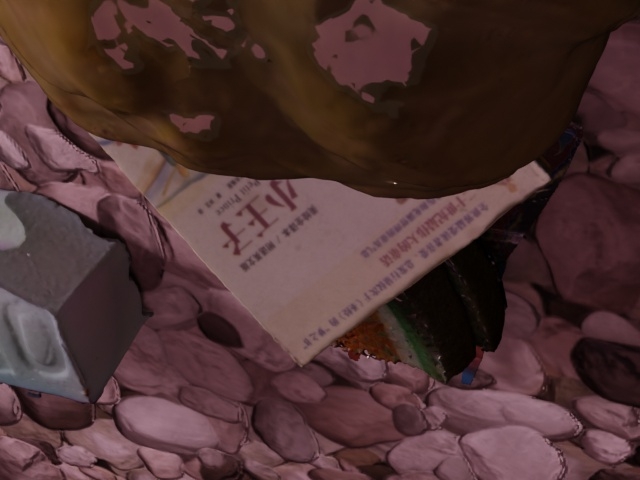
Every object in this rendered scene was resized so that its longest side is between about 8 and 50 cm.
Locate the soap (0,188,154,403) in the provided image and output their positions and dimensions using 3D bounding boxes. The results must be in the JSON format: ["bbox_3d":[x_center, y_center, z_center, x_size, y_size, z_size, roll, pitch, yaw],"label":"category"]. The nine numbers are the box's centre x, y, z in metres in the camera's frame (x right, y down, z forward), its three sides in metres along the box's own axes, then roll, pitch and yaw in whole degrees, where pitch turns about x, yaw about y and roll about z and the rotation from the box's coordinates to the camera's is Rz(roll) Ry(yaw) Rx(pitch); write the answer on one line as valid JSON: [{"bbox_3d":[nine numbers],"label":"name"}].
[{"bbox_3d":[-0.255,0.034,1.026,0.230,0.091,0.145,9,140,17],"label":"soap"}]

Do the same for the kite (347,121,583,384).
[{"bbox_3d":[0.072,-0.001,0.896,0.152,0.015,0.285,17,138,10],"label":"kite"}]

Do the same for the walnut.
[{"bbox_3d":[0.007,-0.159,0.552,0.277,0.253,0.282,23,141,0],"label":"walnut"}]

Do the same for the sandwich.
[{"bbox_3d":[0.001,-0.003,0.856,0.159,0.079,0.235,-11,126,38],"label":"sandwich"}]

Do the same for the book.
[{"bbox_3d":[-0.039,-0.088,0.750,0.289,0.026,0.201,47,120,-7],"label":"book"}]
